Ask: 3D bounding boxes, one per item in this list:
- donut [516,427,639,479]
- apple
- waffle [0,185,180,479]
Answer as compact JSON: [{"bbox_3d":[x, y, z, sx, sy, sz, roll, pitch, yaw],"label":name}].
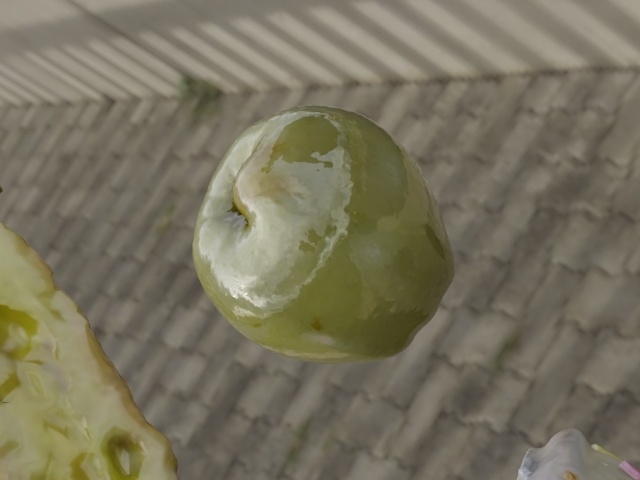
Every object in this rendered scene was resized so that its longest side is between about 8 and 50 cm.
[{"bbox_3d":[0.189,0.349,1.422,0.382,0.142,0.383,18,-90,-81],"label":"donut"},{"bbox_3d":[0.000,0.000,1.245,0.200,0.200,0.200,-42,29,31],"label":"apple"},{"bbox_3d":[-0.080,0.084,0.443,0.055,0.211,0.160,-28,-14,-28],"label":"waffle"}]
